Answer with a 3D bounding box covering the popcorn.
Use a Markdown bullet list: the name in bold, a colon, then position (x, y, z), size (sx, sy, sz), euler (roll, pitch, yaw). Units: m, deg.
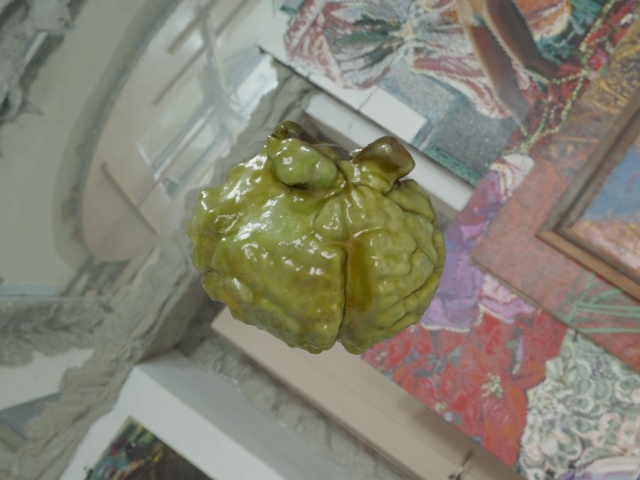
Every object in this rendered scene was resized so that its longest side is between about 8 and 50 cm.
- **popcorn**: position (0.000, 0.000, 0.765), size (0.270, 0.257, 0.224), euler (-28, 20, 28)
